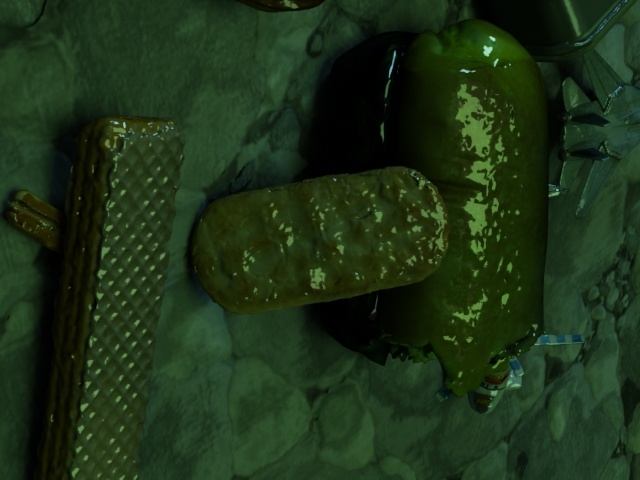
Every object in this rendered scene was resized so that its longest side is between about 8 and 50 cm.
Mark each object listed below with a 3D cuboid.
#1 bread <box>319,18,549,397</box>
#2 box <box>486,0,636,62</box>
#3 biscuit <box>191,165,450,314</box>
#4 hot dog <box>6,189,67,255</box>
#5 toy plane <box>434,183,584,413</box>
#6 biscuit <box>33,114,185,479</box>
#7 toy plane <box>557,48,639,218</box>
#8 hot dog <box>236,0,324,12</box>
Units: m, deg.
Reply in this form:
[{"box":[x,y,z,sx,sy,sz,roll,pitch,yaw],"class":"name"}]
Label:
[{"box":[0.129,-0.039,1.461,0.251,0.208,0.376,-12,106,-49],"class":"bread"},{"box":[0.277,-0.340,1.582,0.274,0.138,0.178,-46,125,-32],"class":"box"},{"box":[0.000,0.000,1.337,0.247,0.029,0.118,-11,99,0],"class":"biscuit"},{"box":[-0.235,-0.015,1.201,0.083,0.021,0.037,40,62,-44],"class":"hot dog"},{"box":[0.211,0.068,1.679,0.182,0.107,0.273,-2,74,-7],"class":"toy plane"},{"box":[-0.188,0.077,1.229,0.094,0.054,0.378,-6,109,-53],"class":"biscuit"},{"box":[0.373,-0.157,1.771,0.267,0.088,0.212,-26,121,-49],"class":"toy plane"},{"box":[-0.058,-0.332,1.221,0.196,0.122,0.272,-58,143,-22],"class":"hot dog"}]
